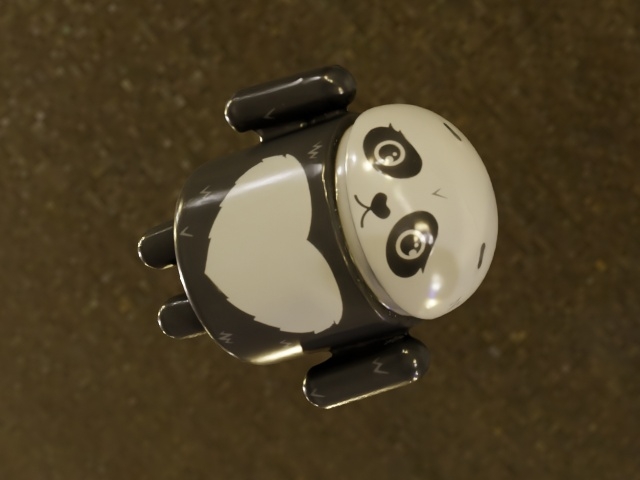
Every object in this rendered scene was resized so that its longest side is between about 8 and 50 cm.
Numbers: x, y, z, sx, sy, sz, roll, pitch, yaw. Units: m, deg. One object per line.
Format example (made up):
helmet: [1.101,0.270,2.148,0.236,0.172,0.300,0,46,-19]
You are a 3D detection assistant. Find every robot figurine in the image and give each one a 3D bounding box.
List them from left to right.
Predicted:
robot figurine: [-0.002,-0.002,1.524,0.278,0.173,0.209,-16,127,28]
